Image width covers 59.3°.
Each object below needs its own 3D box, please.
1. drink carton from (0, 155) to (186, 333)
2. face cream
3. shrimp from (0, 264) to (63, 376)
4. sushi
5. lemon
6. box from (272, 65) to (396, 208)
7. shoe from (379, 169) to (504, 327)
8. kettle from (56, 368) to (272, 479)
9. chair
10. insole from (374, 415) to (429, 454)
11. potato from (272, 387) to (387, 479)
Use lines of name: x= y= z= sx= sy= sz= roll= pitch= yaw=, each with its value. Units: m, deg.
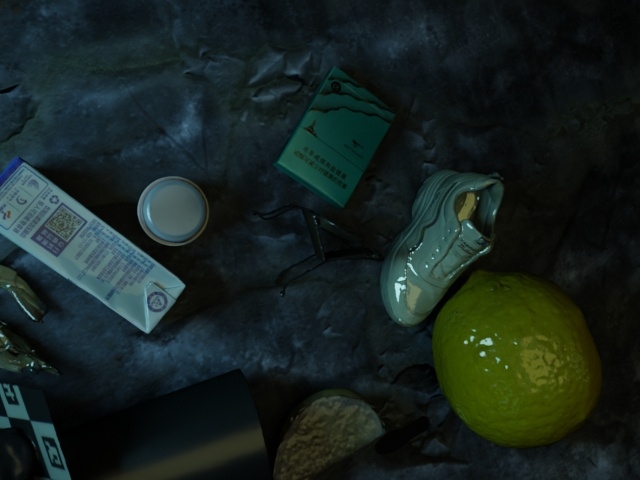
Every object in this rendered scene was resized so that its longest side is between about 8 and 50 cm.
drink carton: x=-0.372 y=0.015 z=0.894 sx=0.315 sy=0.130 sz=0.107 roll=41 pitch=77 yaw=-17
face cream: x=-0.250 y=-0.049 z=0.954 sx=0.117 sy=0.104 sz=0.117 roll=0 pitch=89 yaw=-22
shrimp: x=-0.505 y=0.117 z=0.884 sx=0.254 sy=0.059 sz=0.145 roll=25 pitch=71 yaw=-14
sushi: x=-0.434 y=0.388 z=0.773 sx=0.099 sy=0.296 sz=0.374 roll=-21 pitch=99 yaw=-47
lemon: x=0.370 y=0.224 z=1.079 sx=0.335 sy=0.336 sz=0.337 roll=0 pitch=89 yaw=-21
box: x=0.032 y=-0.199 z=1.095 sx=0.160 sy=0.042 sz=0.227 roll=33 pitch=79 yaw=-18
shoe: x=0.239 y=0.010 z=1.082 sx=0.132 sy=0.210 sz=0.342 roll=27 pitch=81 yaw=-19
kettle: x=-0.253 y=0.366 z=0.930 sx=0.307 sy=0.262 sz=0.203 roll=-14 pitch=59 yaw=-17
chair: x=0.000 y=0.000 z=1.019 sx=0.213 sy=0.174 sz=0.149 roll=-12 pitch=98 yaw=-10
insole: x=0.170 y=0.402 z=1.163 sx=0.134 sy=0.002 sz=0.045 roll=-23 pitch=98 yaw=-19
potato: x=-0.013 y=0.359 z=1.045 sx=0.243 sy=0.098 sz=0.138 roll=-32 pitch=97 yaw=-12
